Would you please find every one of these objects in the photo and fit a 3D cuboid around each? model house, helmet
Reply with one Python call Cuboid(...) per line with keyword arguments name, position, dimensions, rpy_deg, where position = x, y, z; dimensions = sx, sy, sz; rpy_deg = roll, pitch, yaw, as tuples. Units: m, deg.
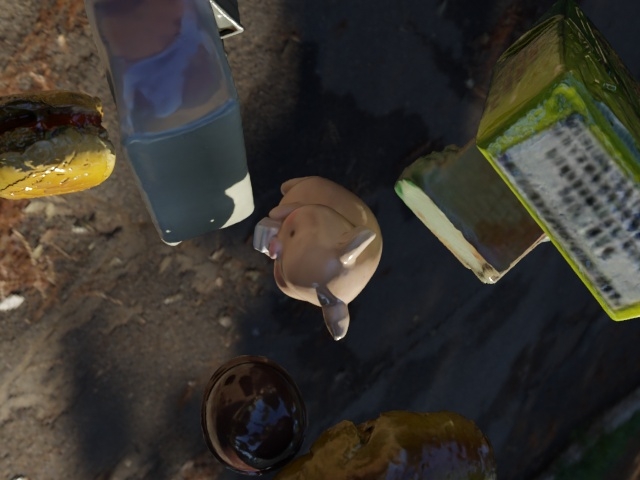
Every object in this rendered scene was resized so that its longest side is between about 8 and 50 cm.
Cuboid(name="model house", position=(0.301, -0.103, 1.471), dimensions=(0.280, 0.245, 0.312), rpy_deg=(-44, 177, -1))
Cuboid(name="helmet", position=(-0.092, 0.231, 1.286), dimensions=(0.155, 0.175, 0.106), rpy_deg=(-3, 156, -6))

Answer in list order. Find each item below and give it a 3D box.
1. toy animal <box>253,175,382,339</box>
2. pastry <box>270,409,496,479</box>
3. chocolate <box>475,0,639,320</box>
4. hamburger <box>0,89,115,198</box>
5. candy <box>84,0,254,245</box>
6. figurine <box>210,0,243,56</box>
Cuboid(name="toy animal", position=(-0.002, 0.001, 1.556), dimensions=(0.256, 0.213, 0.195), rpy_deg=(-61, 166, -61))
Cuboid(name="pastry", position=(0.080, 0.370, 1.277), dimensions=(0.356, 0.164, 0.356), rpy_deg=(-17, 141, -14))
Cuboid(name="chocolate", position=(0.310, -0.092, 1.029), dimensions=(0.137, 0.301, 0.289), rpy_deg=(-35, -165, 28))
Cuboid(name="hamburger", position=(-0.460, -0.154, 1.495), dimensions=(0.244, 0.244, 0.163), rpy_deg=(-14, 96, -51))
Cuboid(name="candy", position=(-0.180, -0.154, 1.165), dimensions=(0.145, 0.208, 0.358), rpy_deg=(-17, 160, -7))
Cuboid(name="figurine", position=(-0.195, -0.403, 1.293), dimensions=(0.167, 0.342, 0.285), rpy_deg=(13, 66, -44))
